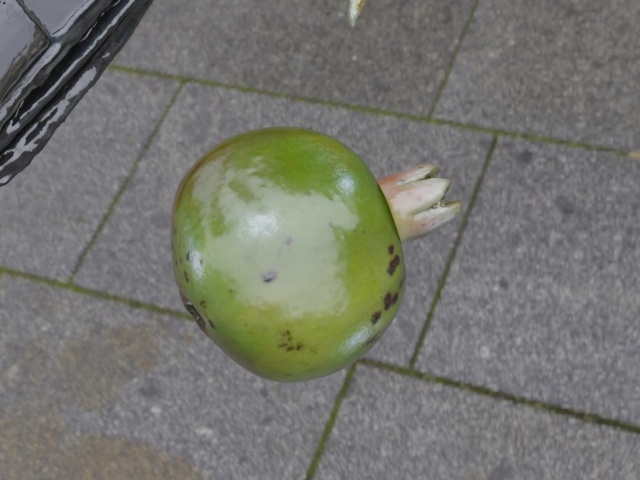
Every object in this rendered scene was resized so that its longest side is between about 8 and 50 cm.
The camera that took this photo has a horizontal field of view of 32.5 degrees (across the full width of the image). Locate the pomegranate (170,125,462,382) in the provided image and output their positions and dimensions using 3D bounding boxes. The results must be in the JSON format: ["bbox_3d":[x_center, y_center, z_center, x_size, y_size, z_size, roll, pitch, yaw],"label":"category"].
[{"bbox_3d":[0.000,0.000,0.765,0.209,0.180,0.180,-23,53,-10],"label":"pomegranate"}]

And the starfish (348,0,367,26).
[{"bbox_3d":[0.039,-0.358,0.923,0.078,0.347,0.358,-4,94,3],"label":"starfish"}]

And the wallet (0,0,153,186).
[{"bbox_3d":[-0.308,-0.242,0.972,0.228,0.062,0.406,-49,53,10],"label":"wallet"}]
